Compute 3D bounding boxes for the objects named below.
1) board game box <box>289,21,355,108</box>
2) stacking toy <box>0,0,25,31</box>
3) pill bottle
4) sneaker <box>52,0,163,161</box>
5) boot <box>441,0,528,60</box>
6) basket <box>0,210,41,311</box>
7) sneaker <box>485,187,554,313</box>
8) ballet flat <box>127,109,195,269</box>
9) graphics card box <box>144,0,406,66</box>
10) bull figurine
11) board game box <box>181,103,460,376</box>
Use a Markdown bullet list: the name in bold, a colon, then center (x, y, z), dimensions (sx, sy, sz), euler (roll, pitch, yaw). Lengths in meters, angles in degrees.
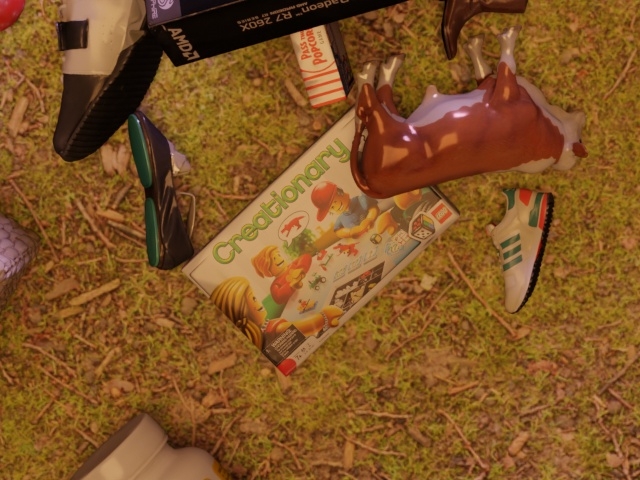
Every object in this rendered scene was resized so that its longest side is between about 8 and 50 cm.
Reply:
- **board game box**: center (-0.003, -0.241, 1.838), dimensions (0.045, 0.193, 0.146), euler (-16, 99, 8)
- **stacking toy**: center (-0.482, -0.389, 1.868), dimensions (0.141, 0.141, 0.330), euler (-41, 104, 8)
- **pill bottle**: center (-0.160, 0.385, 1.962), dimensions (0.188, 0.188, 0.334), euler (-41, 96, 8)
- **sneaker**: center (-0.268, -0.260, 1.894), dimensions (0.146, 0.122, 0.330), euler (29, 101, 14)
- **boot**: center (0.205, -0.278, 1.908), dimensions (0.114, 0.037, 0.106), euler (-4, 102, -2)
- **basket**: center (-0.538, 0.040, 1.846), dimensions (0.328, 0.331, 0.266), euler (34, 94, -5)
- **sneaker**: center (0.242, 0.009, 1.955), dimensions (0.075, 0.057, 0.161), euler (16, 102, 16)
- **ballet flat**: center (-0.194, -0.065, 1.946), dimensions (0.074, 0.074, 0.203), euler (-8, 94, 3)
- **graphics card box**: center (-0.016, -0.350, 1.701), dimensions (0.371, 0.094, 0.232), euler (-15, 62, 9)
- **bull figurine**: center (0.180, -0.149, 1.871), dimensions (0.310, 0.101, 0.188), euler (-15, 97, -13)
- **board game box**: center (0.000, 0.000, 1.954), dimensions (0.305, 0.053, 0.193), euler (-44, 96, 8)
